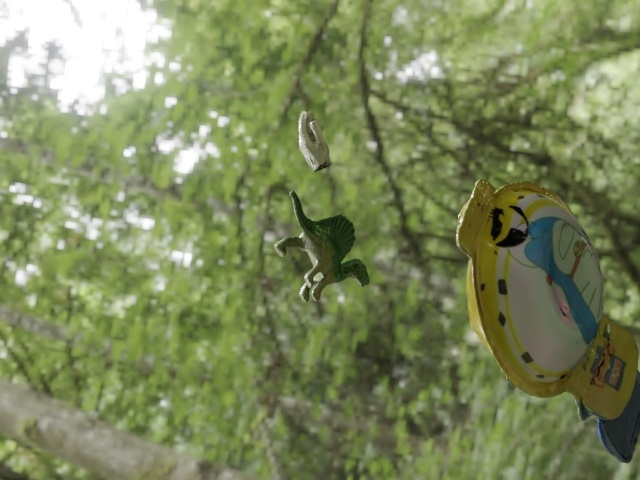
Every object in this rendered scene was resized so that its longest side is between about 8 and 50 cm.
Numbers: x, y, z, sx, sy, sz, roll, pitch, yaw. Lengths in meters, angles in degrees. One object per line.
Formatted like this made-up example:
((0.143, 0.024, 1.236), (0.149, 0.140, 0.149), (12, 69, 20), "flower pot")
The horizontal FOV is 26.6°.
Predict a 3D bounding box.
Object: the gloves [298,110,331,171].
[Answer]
((-0.006, -0.109, 1.544), (0.044, 0.037, 0.081), (-30, 69, 61), "gloves")

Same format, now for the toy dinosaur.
((0.000, 0.000, 0.968), (0.060, 0.029, 0.119), (-43, -48, -23), "toy dinosaur")

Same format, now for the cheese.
((0.171, 0.056, 0.950), (0.250, 0.064, 0.156), (50, -130, -31), "cheese")
